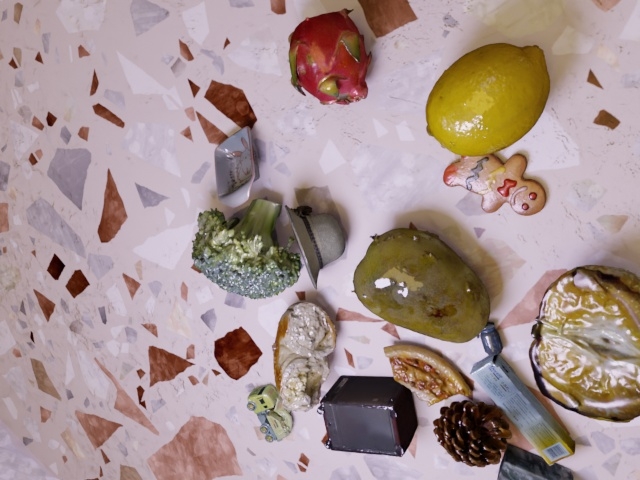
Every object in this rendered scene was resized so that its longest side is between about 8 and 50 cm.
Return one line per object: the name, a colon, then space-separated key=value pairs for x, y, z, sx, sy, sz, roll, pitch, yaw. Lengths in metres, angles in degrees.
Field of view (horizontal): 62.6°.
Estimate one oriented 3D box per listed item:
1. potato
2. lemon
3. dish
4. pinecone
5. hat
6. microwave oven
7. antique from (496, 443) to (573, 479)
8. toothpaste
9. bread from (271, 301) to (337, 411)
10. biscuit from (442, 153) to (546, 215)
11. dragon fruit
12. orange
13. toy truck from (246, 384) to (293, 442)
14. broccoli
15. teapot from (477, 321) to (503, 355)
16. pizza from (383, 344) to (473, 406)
potato: x=0.268 y=0.113 z=1.355 sx=0.359 sy=0.219 sz=0.270 roll=23 pitch=123 yaw=11
lemon: x=0.368 y=-0.308 z=1.171 sx=0.263 sy=0.236 sz=0.236 roll=-15 pitch=98 yaw=46
dish: x=-0.235 y=-0.203 z=1.545 sx=0.154 sy=0.064 sz=0.234 roll=-26 pitch=58 yaw=30
pinecone: x=0.412 y=0.514 z=1.399 sx=0.212 sy=0.185 sz=0.168 roll=151 pitch=120 yaw=-62
hat: x=0.000 y=0.000 z=1.484 sx=0.130 sy=0.257 sz=0.257 roll=-20 pitch=96 yaw=-4
microwave oven: x=0.146 y=0.521 z=1.553 sx=0.247 sy=0.178 sz=0.188 roll=-5 pitch=100 yaw=28
antique: x=0.582 y=0.643 z=1.423 sx=0.183 sy=0.086 sz=0.088 roll=17 pitch=112 yaw=21
toothpaste: x=0.535 y=0.444 z=1.399 sx=0.313 sy=0.071 sz=0.089 roll=49 pitch=122 yaw=6
bread: x=-0.059 y=0.348 z=1.592 sx=0.192 sy=0.171 sz=0.314 roll=154 pitch=122 yaw=-66
biscuit: x=0.436 y=-0.146 z=1.295 sx=0.250 sy=0.036 sz=0.165 roll=35 pitch=118 yaw=13
dragon fruit: x=0.022 y=-0.450 z=1.320 sx=0.224 sy=0.224 sz=0.227 roll=-2 pitch=106 yaw=27
orange: x=0.644 y=0.225 z=1.194 sx=0.271 sy=0.210 sz=0.368 roll=22 pitch=114 yaw=44
toy truck: x=-0.156 y=0.580 z=1.772 sx=0.116 sy=0.085 sz=0.191 roll=-26 pitch=95 yaw=20
broccoli: x=-0.230 y=0.033 z=1.544 sx=0.277 sy=0.317 sz=0.338 roll=23 pitch=140 yaw=-25
teapot: x=0.451 y=0.260 z=1.404 sx=0.049 sy=0.063 sz=0.083 roll=-17 pitch=90 yaw=-3
pizza: x=0.295 y=0.378 z=1.487 sx=0.271 sy=0.056 sz=0.134 roll=37 pitch=86 yaw=10
